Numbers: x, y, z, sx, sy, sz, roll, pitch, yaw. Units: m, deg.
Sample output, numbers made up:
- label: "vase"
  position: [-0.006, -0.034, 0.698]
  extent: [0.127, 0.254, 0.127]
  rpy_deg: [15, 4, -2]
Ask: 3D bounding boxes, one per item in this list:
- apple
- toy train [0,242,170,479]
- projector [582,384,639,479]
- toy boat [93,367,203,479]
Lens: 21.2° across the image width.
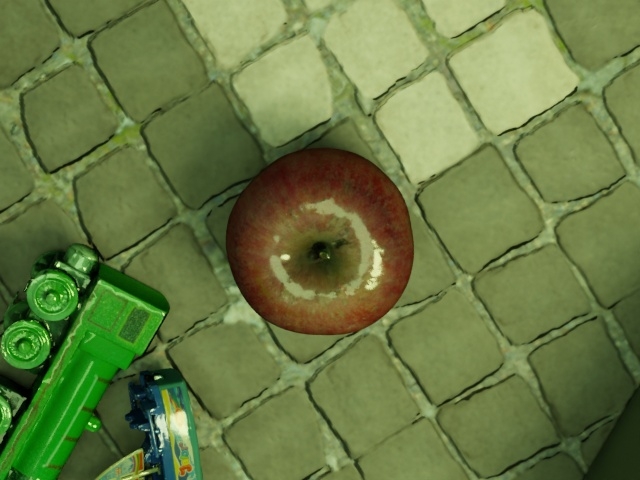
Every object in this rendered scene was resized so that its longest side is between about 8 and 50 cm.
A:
- label: "apple"
  position: [0.000, 0.000, 1.371]
  extent: [0.153, 0.120, 0.153]
  rpy_deg: [2, 104, 8]
- label: "toy train"
  position: [-0.230, 0.124, 1.427]
  extent: [0.119, 0.085, 0.251]
  rpy_deg: [27, 100, -12]
- label: "projector"
  position: [0.300, 0.167, 1.348]
  extent: [0.099, 0.192, 0.257]
  rpy_deg: [29, 100, -2]
- label: "toy boat"
  position: [-0.154, 0.199, 1.429]
  extent: [0.110, 0.091, 0.175]
  rpy_deg: [-11, 106, -14]
